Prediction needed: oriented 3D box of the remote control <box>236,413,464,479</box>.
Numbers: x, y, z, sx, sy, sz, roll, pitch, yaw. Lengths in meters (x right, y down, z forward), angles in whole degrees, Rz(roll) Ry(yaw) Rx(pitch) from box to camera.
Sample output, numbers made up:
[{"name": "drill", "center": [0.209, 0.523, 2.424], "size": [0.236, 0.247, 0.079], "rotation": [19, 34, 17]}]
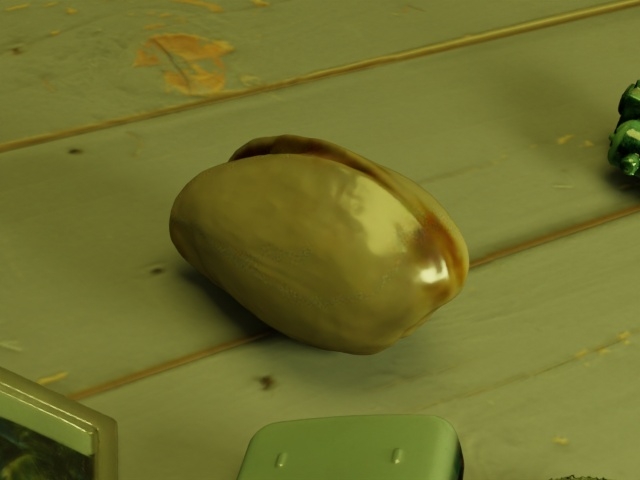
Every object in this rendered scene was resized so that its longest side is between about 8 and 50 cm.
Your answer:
[{"name": "remote control", "center": [-0.002, 0.209, 0.743], "size": [0.140, 0.056, 0.296], "rotation": [-7, 35, 18]}]

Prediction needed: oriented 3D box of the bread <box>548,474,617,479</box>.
[{"name": "bread", "center": [0.187, 0.216, 0.778], "size": [0.267, 0.040, 0.267], "rotation": [7, 27, -4]}]

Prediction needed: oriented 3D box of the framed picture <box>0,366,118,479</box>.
[{"name": "framed picture", "center": [-0.236, 0.121, 0.721], "size": [0.315, 0.024, 0.232], "rotation": [30, 29, -30]}]

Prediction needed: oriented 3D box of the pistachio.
[{"name": "pistachio", "center": [0.000, 0.000, 0.959], "size": [0.215, 0.144, 0.144], "rotation": [22, 39, 25]}]

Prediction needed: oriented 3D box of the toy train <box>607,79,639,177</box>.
[{"name": "toy train", "center": [0.332, -0.065, 1.165], "size": [0.200, 0.083, 0.132], "rotation": [26, 44, 20]}]
